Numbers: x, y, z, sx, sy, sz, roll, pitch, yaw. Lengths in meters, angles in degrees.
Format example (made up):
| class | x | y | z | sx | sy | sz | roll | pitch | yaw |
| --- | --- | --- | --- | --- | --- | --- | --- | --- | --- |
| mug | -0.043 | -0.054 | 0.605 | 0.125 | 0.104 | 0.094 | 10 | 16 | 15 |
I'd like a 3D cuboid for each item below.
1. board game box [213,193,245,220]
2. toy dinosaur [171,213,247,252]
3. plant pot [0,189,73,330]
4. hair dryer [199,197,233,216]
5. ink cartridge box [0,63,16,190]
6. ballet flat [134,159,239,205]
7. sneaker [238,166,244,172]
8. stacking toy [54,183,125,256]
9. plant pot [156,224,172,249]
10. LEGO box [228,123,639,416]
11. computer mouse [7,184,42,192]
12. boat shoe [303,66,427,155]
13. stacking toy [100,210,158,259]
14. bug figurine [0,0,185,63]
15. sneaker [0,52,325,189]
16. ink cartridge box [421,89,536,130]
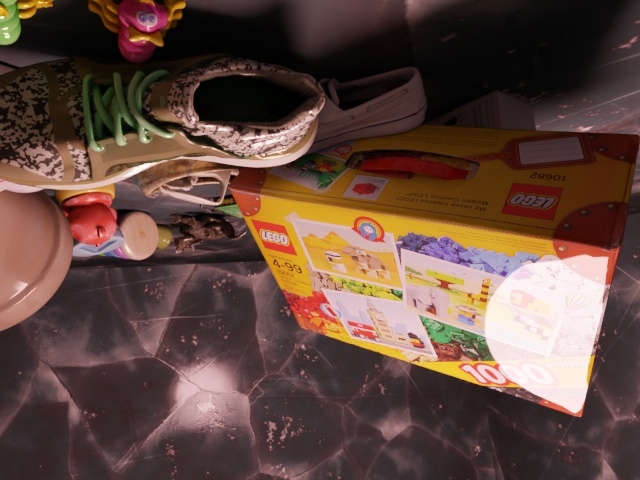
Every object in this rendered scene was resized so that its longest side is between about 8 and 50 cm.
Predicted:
| class | x | y | z | sx | sy | sz | roll | pitch | yaw |
| --- | --- | --- | --- | --- | --- | --- | --- | --- | --- |
| board game box | -0.125 | -0.071 | 1.101 | 0.136 | 0.030 | 0.260 | -6 | 171 | 14 |
| toy dinosaur | -0.356 | -0.039 | 1.489 | 0.314 | 0.120 | 0.160 | -13 | -179 | 24 |
| plant pot | -0.624 | -0.026 | 0.786 | 0.324 | 0.322 | 0.280 | -3 | 156 | -9 |
| hair dryer | -0.169 | -0.091 | 1.359 | 0.224 | 0.080 | 0.294 | 6 | 173 | 35 |
| ink cartridge box | -0.486 | -0.143 | 0.553 | 0.202 | 0.116 | 0.278 | -10 | 171 | 33 |
| ballet flat | -0.166 | -0.123 | 0.897 | 0.349 | 0.123 | 0.123 | -2 | 171 | -23 |
| sneaker | -0.097 | -0.109 | 0.826 | 0.081 | 0.211 | 0.080 | -19 | -143 | -11 |
| stacking toy | -0.597 | -0.011 | 1.100 | 0.280 | 0.130 | 0.309 | -15 | 170 | -21 |
| plant pot | -0.540 | -0.021 | 1.554 | 0.084 | 0.083 | 0.079 | -9 | 159 | 30 |
| LEGO box | 0.164 | 0.025 | 0.745 | 0.501 | 0.193 | 0.372 | 11 | 141 | 31 |
| computer mouse | -0.440 | -0.115 | 0.796 | 0.106 | 0.042 | 0.193 | -12 | -164 | 42 |
| boat shoe | 0.018 | -0.190 | 0.681 | 0.259 | 0.095 | 0.084 | -13 | 140 | 9 |
| stacking toy | -0.649 | -0.012 | 1.421 | 0.331 | 0.141 | 0.141 | -1 | 174 | 26 |
| bug figurine | -0.202 | -0.215 | 0.381 | 0.279 | 0.072 | 0.216 | -2 | 171 | -24 |
| sneaker | -0.178 | -0.149 | 0.518 | 0.411 | 0.157 | 0.182 | -11 | -175 | -16 |
| ink cartridge box | 0.241 | -0.118 | 0.869 | 0.114 | 0.196 | 0.273 | 2 | 169 | -38 |
